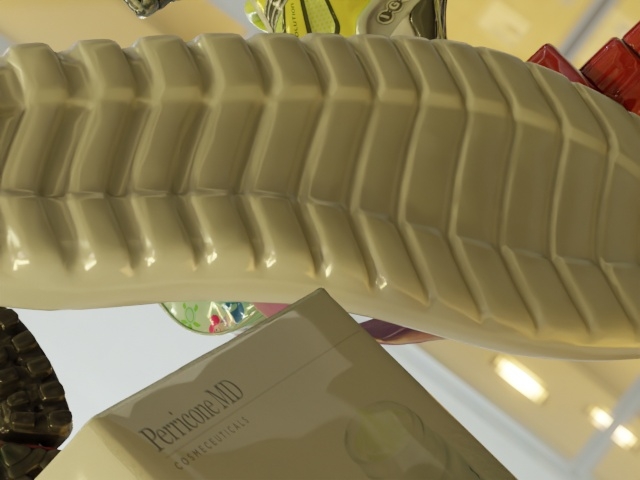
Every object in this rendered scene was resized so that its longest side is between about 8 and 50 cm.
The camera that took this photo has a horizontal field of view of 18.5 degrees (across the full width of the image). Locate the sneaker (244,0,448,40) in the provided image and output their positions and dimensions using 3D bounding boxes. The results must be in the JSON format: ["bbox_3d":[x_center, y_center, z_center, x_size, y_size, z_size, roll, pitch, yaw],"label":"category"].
[{"bbox_3d":[0.020,-0.207,1.337,0.147,0.384,0.145,3,160,11],"label":"sneaker"}]

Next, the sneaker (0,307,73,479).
[{"bbox_3d":[-0.224,0.039,1.031,0.121,0.112,0.299,-10,-122,-23],"label":"sneaker"}]

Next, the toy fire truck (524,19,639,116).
[{"bbox_3d":[0.224,-0.071,1.124,0.217,0.246,0.158,41,-170,-29],"label":"toy fire truck"}]

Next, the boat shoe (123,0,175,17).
[{"bbox_3d":[-0.137,-0.244,1.349,0.183,0.083,0.065,56,158,5],"label":"boat shoe"}]

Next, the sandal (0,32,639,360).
[{"bbox_3d":[0.000,-0.013,0.907,0.416,0.102,0.169,7,-126,-15],"label":"sandal"}]

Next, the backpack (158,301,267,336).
[{"bbox_3d":[-0.090,-0.016,2.167,0.225,0.253,0.191,55,-158,15],"label":"backpack"}]

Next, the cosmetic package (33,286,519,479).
[{"bbox_3d":[0.004,0.154,0.684,0.225,0.138,0.224,43,-161,7],"label":"cosmetic package"}]
